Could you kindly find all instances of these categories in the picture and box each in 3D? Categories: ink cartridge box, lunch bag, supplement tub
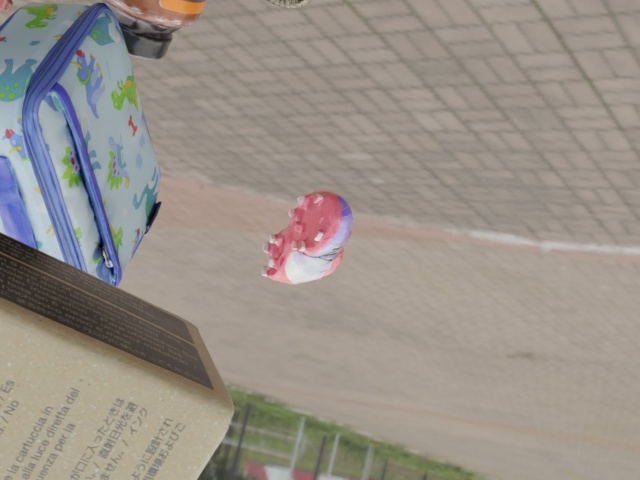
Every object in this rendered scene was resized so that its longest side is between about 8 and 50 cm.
[{"bbox_3d":[-0.175,0.105,0.366,0.193,0.234,0.088,29,-172,-23],"label":"ink cartridge box"},{"bbox_3d":[-0.203,-0.064,0.794,0.090,0.176,0.219,4,130,12],"label":"lunch bag"},{"bbox_3d":[-0.138,-0.262,0.875,0.106,0.197,0.106,22,-157,-10],"label":"supplement tub"}]

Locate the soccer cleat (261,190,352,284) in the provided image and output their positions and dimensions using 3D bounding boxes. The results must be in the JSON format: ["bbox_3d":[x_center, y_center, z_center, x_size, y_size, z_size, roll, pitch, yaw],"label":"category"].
[{"bbox_3d":[0.000,0.000,1.249,0.095,0.083,0.248,7,160,-20],"label":"soccer cleat"}]

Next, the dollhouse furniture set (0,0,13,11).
[{"bbox_3d":[-0.374,-0.355,0.978,0.152,0.201,0.374,43,137,-5],"label":"dollhouse furniture set"}]

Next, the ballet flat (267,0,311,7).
[{"bbox_3d":[-0.017,-0.252,0.648,0.058,0.084,0.249,38,150,23],"label":"ballet flat"}]
